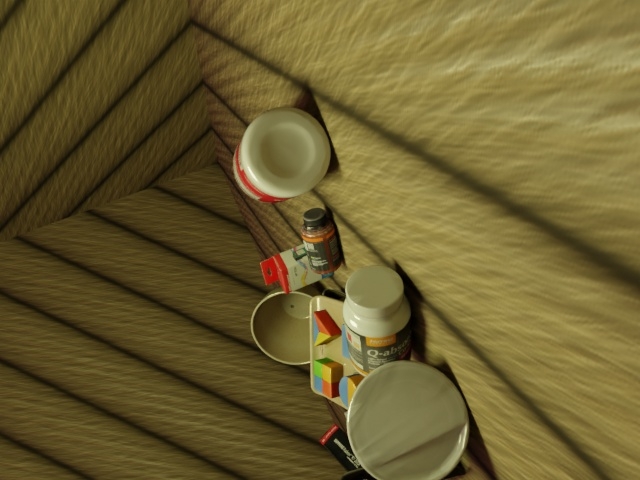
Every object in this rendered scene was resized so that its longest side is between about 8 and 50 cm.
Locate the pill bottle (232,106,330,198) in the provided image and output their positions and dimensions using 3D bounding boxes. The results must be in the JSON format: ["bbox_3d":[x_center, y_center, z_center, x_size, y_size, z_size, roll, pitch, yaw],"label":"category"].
[{"bbox_3d":[-0.126,-0.223,1.580,0.407,0.228,0.229,-177,65,-77],"label":"pill bottle"}]

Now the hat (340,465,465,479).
[{"bbox_3d":[0.205,0.561,1.478,0.331,0.331,0.134,91,176,-62],"label":"hat"}]

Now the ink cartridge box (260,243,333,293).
[{"bbox_3d":[-0.078,0.094,1.916,0.134,0.230,0.078,81,162,-48],"label":"ink cartridge box"}]

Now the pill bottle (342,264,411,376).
[{"bbox_3d":[0.137,0.200,1.350,0.279,0.162,0.162,80,163,-45],"label":"pill bottle"}]

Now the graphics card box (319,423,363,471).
[{"bbox_3d":[0.160,0.791,1.907,0.233,0.094,0.371,51,167,-18],"label":"graphics card box"}]

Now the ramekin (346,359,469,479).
[{"bbox_3d":[0.192,0.407,1.278,0.127,0.272,0.273,78,168,-83],"label":"ramekin"}]

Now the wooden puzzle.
[{"bbox_3d":[0.068,0.344,1.629,0.347,0.080,0.323,7,100,53],"label":"wooden puzzle"}]

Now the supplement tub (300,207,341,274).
[{"bbox_3d":[0.000,0.000,1.723,0.106,0.106,0.198,-129,22,-53],"label":"supplement tub"}]

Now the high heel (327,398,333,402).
[{"bbox_3d":[0.164,0.486,2.003,0.377,0.181,0.127,125,140,-53],"label":"high heel"}]

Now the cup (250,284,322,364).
[{"bbox_3d":[-0.095,0.298,2.271,0.237,0.330,0.331,-73,-32,-67],"label":"cup"}]

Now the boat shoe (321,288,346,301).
[{"bbox_3d":[0.074,0.224,1.781,0.305,0.109,0.091,-161,56,-70],"label":"boat shoe"}]

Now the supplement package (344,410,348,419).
[{"bbox_3d":[0.189,0.651,1.977,0.244,0.133,0.139,123,123,-76],"label":"supplement package"}]
